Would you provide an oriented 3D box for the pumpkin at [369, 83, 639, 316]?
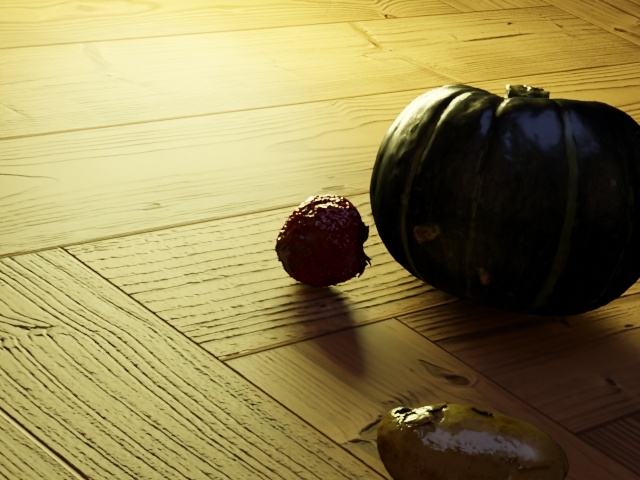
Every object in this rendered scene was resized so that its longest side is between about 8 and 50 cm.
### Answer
[{"bbox_3d":[0.213,-0.046,1.991,0.323,0.241,0.323,6,9,-1],"label":"pumpkin"}]

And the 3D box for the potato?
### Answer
[{"bbox_3d":[0.132,0.189,1.619,0.170,0.080,0.107,19,35,7],"label":"potato"}]

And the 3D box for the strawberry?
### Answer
[{"bbox_3d":[-0.001,0.000,1.944,0.106,0.106,0.106,12,23,-5],"label":"strawberry"}]
